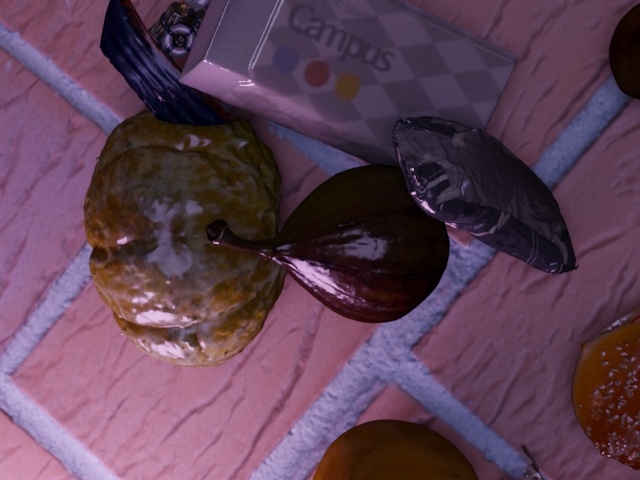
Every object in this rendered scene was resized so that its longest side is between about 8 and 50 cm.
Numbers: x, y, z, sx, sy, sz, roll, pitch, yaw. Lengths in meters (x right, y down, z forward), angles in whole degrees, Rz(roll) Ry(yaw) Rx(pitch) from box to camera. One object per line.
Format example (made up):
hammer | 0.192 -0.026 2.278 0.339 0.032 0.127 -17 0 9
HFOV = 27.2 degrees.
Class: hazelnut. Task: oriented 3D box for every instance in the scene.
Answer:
hazelnut | 0.474 -0.250 1.698 0.204 0.178 0.178 0 94 38

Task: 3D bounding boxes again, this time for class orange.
orange | -0.187 -0.006 1.773 0.271 0.210 0.368 -6 90 10

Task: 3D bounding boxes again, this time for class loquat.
loquat | 0.100 0.351 1.743 0.235 0.235 0.235 0 93 7

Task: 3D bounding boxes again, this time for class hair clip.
hair clip | 0.321 0.358 1.742 0.072 0.034 0.226 -47 46 -6

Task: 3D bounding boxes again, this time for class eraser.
eraser | 0.040 -0.222 1.700 0.397 0.082 0.213 22 97 -24

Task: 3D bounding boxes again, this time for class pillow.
pillow | 0.216 -0.055 1.694 0.092 0.335 0.161 -32 49 32

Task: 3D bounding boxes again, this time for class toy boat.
toy boat | -0.125 -0.265 1.717 0.318 0.072 0.219 -16 95 -2

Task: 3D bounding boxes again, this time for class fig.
fig | 0.000 0.000 1.710 0.321 0.217 0.217 3 94 -23

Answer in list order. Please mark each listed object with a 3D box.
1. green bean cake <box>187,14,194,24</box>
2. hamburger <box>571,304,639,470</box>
green bean cake | -0.071 -0.298 1.784 0.200 0.113 0.214 39 98 5
hamburger | 0.440 0.194 1.731 0.237 0.147 0.237 1 95 10
